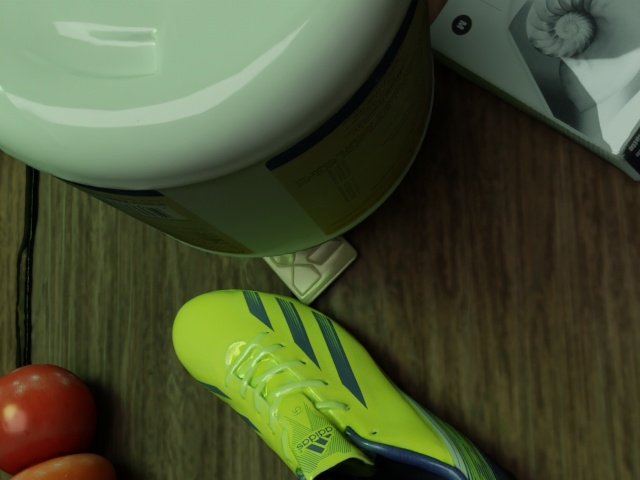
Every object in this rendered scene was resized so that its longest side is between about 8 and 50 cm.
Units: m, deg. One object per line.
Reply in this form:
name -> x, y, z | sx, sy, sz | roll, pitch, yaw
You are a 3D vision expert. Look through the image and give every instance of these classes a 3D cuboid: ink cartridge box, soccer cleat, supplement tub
ink cartridge box -> 0.214, -0.162, 0.541 | 0.224, 0.045, 0.223 | 37, 98, 24
soccer cleat -> 0.002, 0.115, 0.555 | 0.289, 0.121, 0.093 | 33, 104, 25
supplement tub -> -0.051, -0.112, 0.486 | 0.229, 0.316, 0.228 | -1, 81, 8

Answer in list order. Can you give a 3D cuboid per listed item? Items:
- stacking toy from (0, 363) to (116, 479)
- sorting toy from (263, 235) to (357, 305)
stacking toy -> -0.173, 0.243, 0.628 | 0.141, 0.141, 0.330 | -31, 64, 18
sorting toy -> 0.000, 0.000, 0.635 | 0.083, 0.012, 0.062 | -46, 70, 12
